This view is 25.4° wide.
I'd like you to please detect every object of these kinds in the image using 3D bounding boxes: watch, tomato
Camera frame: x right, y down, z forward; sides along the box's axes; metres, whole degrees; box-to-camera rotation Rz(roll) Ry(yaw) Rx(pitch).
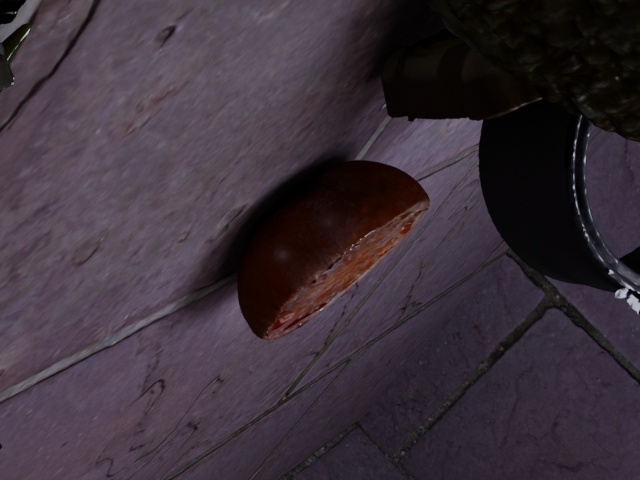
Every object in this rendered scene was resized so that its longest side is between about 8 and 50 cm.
[{"bbox_3d":[0.271,-0.093,1.327,0.335,0.326,0.314,-31,-163,-21],"label":"watch"},{"bbox_3d":[0.000,0.000,1.463,0.237,0.095,0.237,-40,171,-8],"label":"tomato"}]

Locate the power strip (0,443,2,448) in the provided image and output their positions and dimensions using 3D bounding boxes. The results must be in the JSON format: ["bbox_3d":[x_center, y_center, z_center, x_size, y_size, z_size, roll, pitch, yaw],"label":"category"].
[{"bbox_3d":[-0.312,0.182,1.209,0.038,0.029,0.111,-46,168,8],"label":"power strip"}]

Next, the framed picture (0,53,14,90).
[{"bbox_3d":[-0.254,-0.009,0.474,0.260,0.189,0.023,-34,120,-38],"label":"framed picture"}]

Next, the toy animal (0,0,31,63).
[{"bbox_3d":[-0.179,-0.094,0.675,0.105,0.070,0.202,-29,169,-16],"label":"toy animal"}]

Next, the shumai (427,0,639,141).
[{"bbox_3d":[0.276,-0.270,1.007,0.395,0.395,0.348,102,11,-70],"label":"shumai"}]
